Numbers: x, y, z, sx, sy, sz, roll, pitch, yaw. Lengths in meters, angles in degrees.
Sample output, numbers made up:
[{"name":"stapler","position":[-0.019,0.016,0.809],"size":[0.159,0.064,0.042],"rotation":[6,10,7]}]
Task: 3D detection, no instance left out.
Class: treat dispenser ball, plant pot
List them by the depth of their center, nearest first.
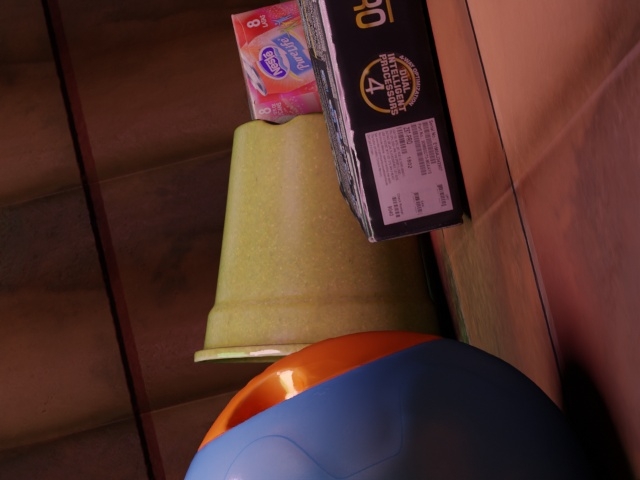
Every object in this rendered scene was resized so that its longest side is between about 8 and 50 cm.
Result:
[{"name":"treat dispenser ball","position":[0.047,0.203,1.158],"size":[0.288,0.288,0.288],"rotation":[167,90,-88]},{"name":"plant pot","position":[0.000,0.000,1.897],"size":[0.276,0.276,0.254],"rotation":[105,164,-85]}]

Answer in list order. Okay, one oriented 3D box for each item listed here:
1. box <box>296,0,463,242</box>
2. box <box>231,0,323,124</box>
[{"name":"box","position":[0.028,-0.216,1.609],"size":[0.318,0.097,0.395],"rotation":[-126,23,-80]},{"name":"box","position":[-0.005,-0.139,2.094],"size":[0.300,0.154,0.142],"rotation":[79,177,-57]}]
